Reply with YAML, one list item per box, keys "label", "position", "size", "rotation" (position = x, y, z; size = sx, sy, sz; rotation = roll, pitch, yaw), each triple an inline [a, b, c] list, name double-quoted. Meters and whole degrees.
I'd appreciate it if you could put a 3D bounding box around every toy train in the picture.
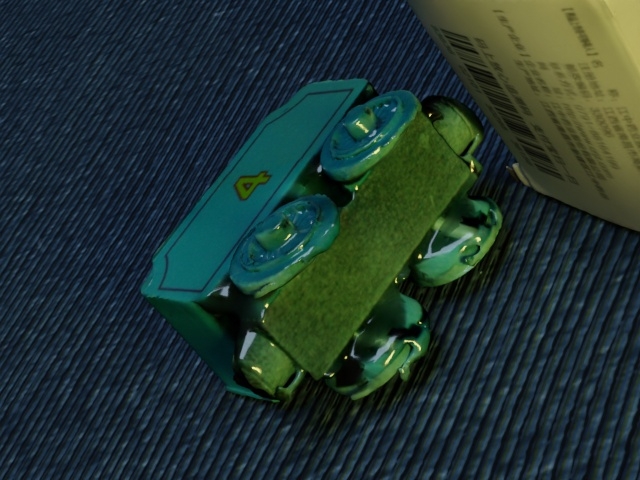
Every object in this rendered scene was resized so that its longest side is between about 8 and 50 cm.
- label: "toy train"
  position: [0.000, 0.000, 0.806]
  size: [0.154, 0.107, 0.198]
  rotation: [4, 51, 53]

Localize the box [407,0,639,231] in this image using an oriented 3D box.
- label: "box"
  position: [0.209, -0.174, 0.762]
  size: [0.333, 0.173, 0.145]
  rotation: [-47, 36, -14]
